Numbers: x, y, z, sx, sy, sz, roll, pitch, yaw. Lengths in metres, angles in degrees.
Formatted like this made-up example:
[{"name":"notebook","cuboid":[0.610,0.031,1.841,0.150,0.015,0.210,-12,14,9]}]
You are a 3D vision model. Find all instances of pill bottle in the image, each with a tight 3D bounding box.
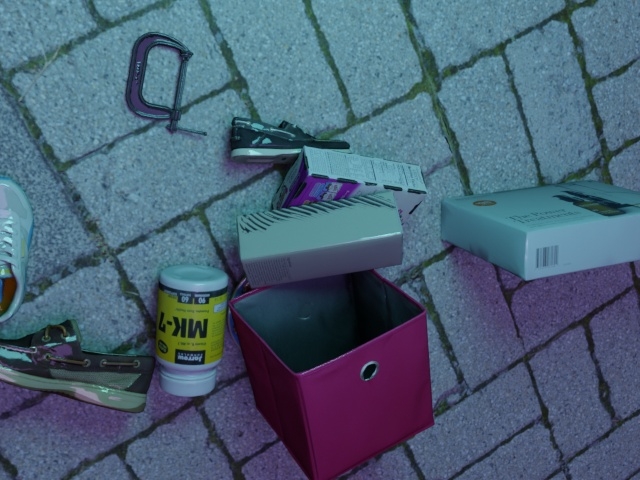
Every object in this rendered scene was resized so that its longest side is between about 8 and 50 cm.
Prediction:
[{"name":"pill bottle","cuboid":[-0.226,0.156,1.304,0.119,0.119,0.208,0,104,-22]}]

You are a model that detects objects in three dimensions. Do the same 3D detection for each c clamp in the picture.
[{"name":"c clamp","cuboid":[-0.250,-0.259,1.240,0.137,0.022,0.161,3,105,-18]}]

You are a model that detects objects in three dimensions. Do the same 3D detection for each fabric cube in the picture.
[{"name":"fabric cube","cuboid":[0.022,0.216,1.312,0.254,0.259,0.258,-22,123,-22]}]

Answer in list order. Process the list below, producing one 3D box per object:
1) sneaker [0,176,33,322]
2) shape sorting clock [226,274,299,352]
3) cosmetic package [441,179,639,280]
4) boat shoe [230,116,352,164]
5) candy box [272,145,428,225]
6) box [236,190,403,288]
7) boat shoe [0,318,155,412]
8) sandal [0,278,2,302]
[{"name":"sneaker","cuboid":[-0.494,0.015,1.172,0.087,0.092,0.229,-2,103,-20]},{"name":"shape sorting clock","cuboid":[-0.075,0.132,1.403,0.206,0.040,0.206,-6,106,-20]},{"name":"cosmetic package","cuboid":[0.466,-0.032,1.446,0.377,0.284,0.097,-8,105,-21]},{"name":"boat shoe","cuboid":[-0.047,-0.174,1.313,0.233,0.084,0.079,1,78,-28]},{"name":"candy box","cuboid":[0.050,-0.079,1.336,0.233,0.071,0.159,8,144,-24]},{"name":"box","cuboid":[0.000,0.000,1.291,0.275,0.094,0.113,-9,149,-1]},{"name":"boat shoe","cuboid":[-0.435,0.187,1.239,0.342,0.123,0.123,23,80,-25]},{"name":"sandal","cuboid":[-0.538,0.010,1.074,0.126,0.138,0.317,-17,78,-52]}]
